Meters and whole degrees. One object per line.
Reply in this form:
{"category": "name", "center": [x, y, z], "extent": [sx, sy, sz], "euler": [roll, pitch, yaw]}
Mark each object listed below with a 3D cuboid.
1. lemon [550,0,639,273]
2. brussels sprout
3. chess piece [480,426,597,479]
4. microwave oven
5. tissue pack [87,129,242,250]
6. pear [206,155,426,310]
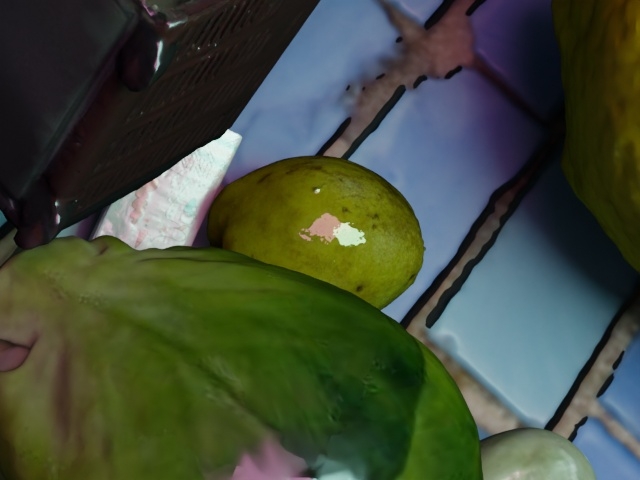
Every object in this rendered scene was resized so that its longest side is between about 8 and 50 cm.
{"category": "lemon", "center": [0.316, -0.101, 0.825], "extent": [0.387, 0.350, 0.350], "euler": [34, 61, 23]}
{"category": "brussels sprout", "center": [-0.054, 0.111, 0.690], "extent": [0.271, 0.210, 0.219], "euler": [33, 60, 7]}
{"category": "chess piece", "center": [0.143, 0.225, 0.773], "extent": [0.133, 0.133, 0.243], "euler": [-14, 75, -25]}
{"category": "microwave oven", "center": [-0.141, -0.148, 0.671], "extent": [0.247, 0.188, 0.178], "euler": [47, 39, 6]}
{"category": "tissue pack", "center": [-0.093, -0.024, 0.791], "extent": [0.056, 0.023, 0.108], "euler": [28, 85, -16]}
{"category": "pear", "center": [0.000, 0.000, 0.791], "extent": [0.131, 0.107, 0.107], "euler": [-1, 74, -15]}
